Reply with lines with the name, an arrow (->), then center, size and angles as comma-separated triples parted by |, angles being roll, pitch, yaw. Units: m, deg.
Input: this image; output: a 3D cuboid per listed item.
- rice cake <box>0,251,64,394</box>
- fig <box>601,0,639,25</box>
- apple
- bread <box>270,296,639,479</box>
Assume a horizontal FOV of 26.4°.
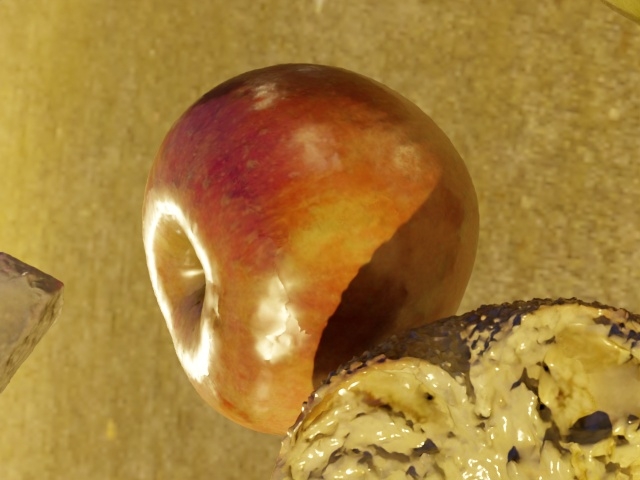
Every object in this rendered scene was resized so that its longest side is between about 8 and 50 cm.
rice cake -> -0.329, 0.178, 1.004 | 0.399, 0.070, 0.064 | -54, -11, -18
fig -> 0.200, -0.175, 0.726 | 0.185, 0.133, 0.126 | -99, -16, -67
apple -> 0.000, 0.000, 1.129 | 0.301, 0.302, 0.301 | -174, 90, -66
bread -> 0.129, 0.126, 0.927 | 0.192, 0.314, 0.171 | -24, -82, -71
